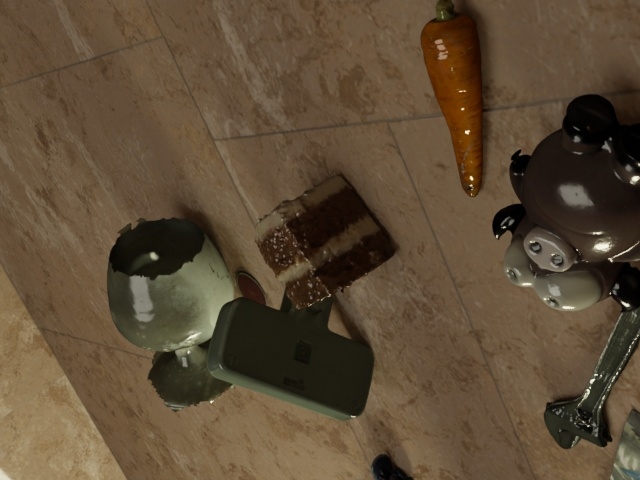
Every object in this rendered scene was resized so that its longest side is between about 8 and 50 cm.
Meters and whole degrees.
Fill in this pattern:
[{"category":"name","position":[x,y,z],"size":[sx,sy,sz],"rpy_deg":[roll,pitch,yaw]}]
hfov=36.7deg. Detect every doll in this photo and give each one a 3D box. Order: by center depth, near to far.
[{"category":"doll","position":[0.265,-0.024,0.968],"size":[0.182,0.117,0.257],"rpy_deg":[35,143,20]}]

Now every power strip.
[{"category":"power strip","position":[-0.035,0.156,1.506],"size":[0.265,0.194,0.059],"rpy_deg":[24,154,-21]}]

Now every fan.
[{"category":"fan","position":[-0.119,0.113,1.755],"size":[0.085,0.005,0.133],"rpy_deg":[16,132,46]}]

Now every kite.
[{"category":"kite","position":[0.424,0.346,1.220],"size":[0.169,0.015,0.310],"rpy_deg":[36,145,27]}]

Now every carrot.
[{"category":"carrot","position":[0.154,-0.143,1.063],"size":[0.061,0.061,0.257],"rpy_deg":[24,141,41]}]

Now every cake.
[{"category":"cake","position":[0.000,0.000,1.353],"size":[0.147,0.135,0.134],"rpy_deg":[61,150,-2]}]

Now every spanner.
[{"category":"spanner","position":[0.336,0.162,1.150],"size":[0.093,0.026,0.325],"rpy_deg":[39,145,26]}]

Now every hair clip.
[{"category":"hair clip","position":[0.119,0.486,1.761],"size":[0.083,0.048,0.275],"rpy_deg":[35,146,23]}]

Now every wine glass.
[{"category":"wine glass","position":[-0.262,0.128,1.758],"size":[0.238,0.238,0.323],"rpy_deg":[28,139,38]}]
